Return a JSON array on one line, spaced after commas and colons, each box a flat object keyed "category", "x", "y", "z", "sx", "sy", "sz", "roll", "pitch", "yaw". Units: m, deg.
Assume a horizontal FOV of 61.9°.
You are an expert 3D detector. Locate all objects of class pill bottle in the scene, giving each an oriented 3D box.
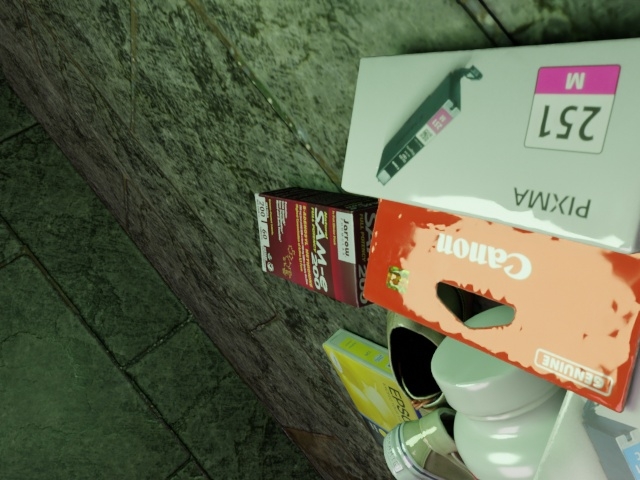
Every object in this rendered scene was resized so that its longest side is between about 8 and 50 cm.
[{"category": "pill bottle", "x": 0.252, "y": 0.229, "z": 0.559, "sx": 0.318, "sy": 0.176, "sz": 0.176, "roll": 57, "pitch": 155, "yaw": -10}]

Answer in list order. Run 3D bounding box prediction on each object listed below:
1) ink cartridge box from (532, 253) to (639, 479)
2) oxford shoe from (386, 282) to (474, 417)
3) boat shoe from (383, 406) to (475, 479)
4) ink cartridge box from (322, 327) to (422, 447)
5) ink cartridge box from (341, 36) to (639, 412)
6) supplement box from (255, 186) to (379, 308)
[{"category": "ink cartridge box", "x": 0.292, "y": 0.146, "z": 0.330, "sx": 0.261, "sy": 0.066, "sz": 0.296, "roll": 27, "pitch": 111, "yaw": 43}, {"category": "oxford shoe", "x": 0.141, "y": 0.179, "z": 0.707, "sx": 0.123, "sy": 0.130, "sz": 0.348, "roll": 6, "pitch": 132, "yaw": 32}, {"category": "boat shoe", "x": 0.215, "y": 0.287, "z": 0.688, "sx": 0.094, "sy": 0.302, "sz": 0.109, "roll": -42, "pitch": 41, "yaw": 31}, {"category": "ink cartridge box", "x": 0.168, "y": 0.327, "z": 0.973, "sx": 0.307, "sy": 0.072, "sz": 0.303, "roll": 17, "pitch": 138, "yaw": 55}, {"category": "ink cartridge box", "x": 0.122, "y": -0.026, "z": 0.430, "sx": 0.275, "sy": 0.060, "sz": 0.238, "roll": 20, "pitch": 104, "yaw": 50}, {"category": "supplement box", "x": 0.000, "y": 0.000, "z": 0.758, "sx": 0.239, "sy": 0.073, "sz": 0.130, "roll": 14, "pitch": 113, "yaw": 52}]
